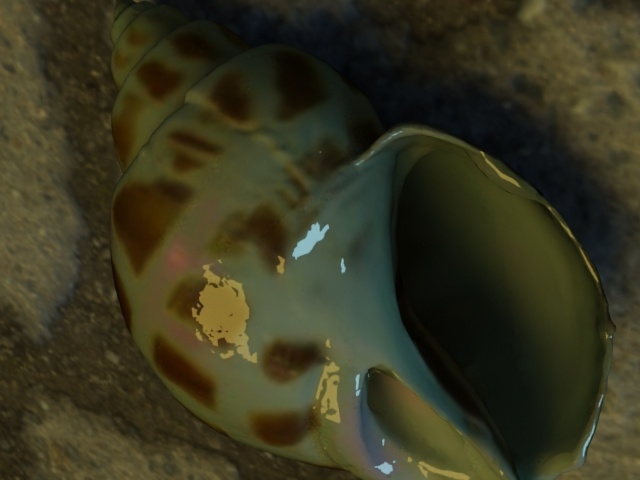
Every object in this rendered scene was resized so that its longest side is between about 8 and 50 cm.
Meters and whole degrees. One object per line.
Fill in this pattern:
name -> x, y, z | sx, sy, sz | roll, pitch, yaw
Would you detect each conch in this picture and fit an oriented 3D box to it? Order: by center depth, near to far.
conch -> 0.001, 0.001, 0.927 | 0.249, 0.197, 0.368 | -35, 102, 7
